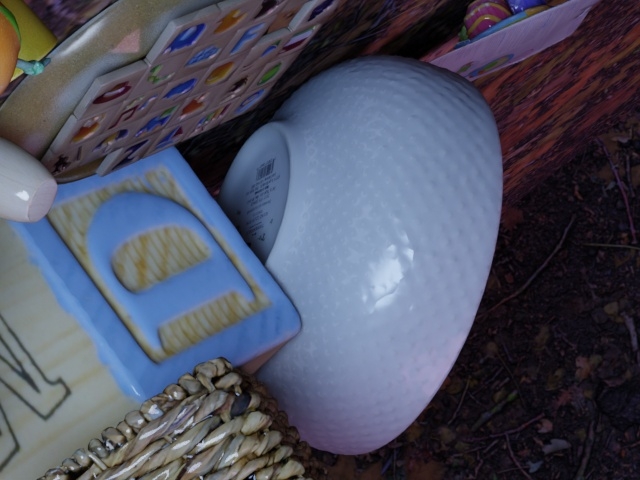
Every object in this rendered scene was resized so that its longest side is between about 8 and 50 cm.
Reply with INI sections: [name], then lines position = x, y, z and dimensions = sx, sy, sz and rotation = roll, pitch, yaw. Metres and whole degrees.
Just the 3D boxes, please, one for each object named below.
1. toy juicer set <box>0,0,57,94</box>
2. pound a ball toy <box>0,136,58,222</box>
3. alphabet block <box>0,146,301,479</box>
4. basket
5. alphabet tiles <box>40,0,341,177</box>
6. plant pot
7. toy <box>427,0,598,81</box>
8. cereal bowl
[toy juicer set]
position = -0.255, -0.005, 0.784
dimensions = 0.329, 0.089, 0.209
rotation = -34, -163, -6
[pound a ball toy]
position = -0.321, 0.056, 1.036
dimensions = 0.319, 0.135, 0.208
rotation = -28, 142, -44
[alphabet block]
position = -0.171, 0.068, 1.344
dimensions = 0.192, 0.193, 0.197
rotation = -23, 164, -50
[basket]
position = -0.075, 0.234, 1.236
dimensions = 0.213, 0.223, 0.299
rotation = -36, 172, -2
[alphabet tiles]
position = -0.082, -0.108, 1.177
dimensions = 0.237, 0.009, 0.198
rotation = -28, 168, -41
[plant pot]
position = -0.118, -0.106, 1.180
dimensions = 0.236, 0.032, 0.236
rotation = -35, 170, -7
[toy]
position = 0.151, -0.193, 1.667
dimensions = 0.237, 0.056, 0.137
rotation = -28, 172, -17
[cereal bowl]
position = 0.000, 0.000, 1.455
dimensions = 0.141, 0.339, 0.339
rotation = 16, 142, -24
